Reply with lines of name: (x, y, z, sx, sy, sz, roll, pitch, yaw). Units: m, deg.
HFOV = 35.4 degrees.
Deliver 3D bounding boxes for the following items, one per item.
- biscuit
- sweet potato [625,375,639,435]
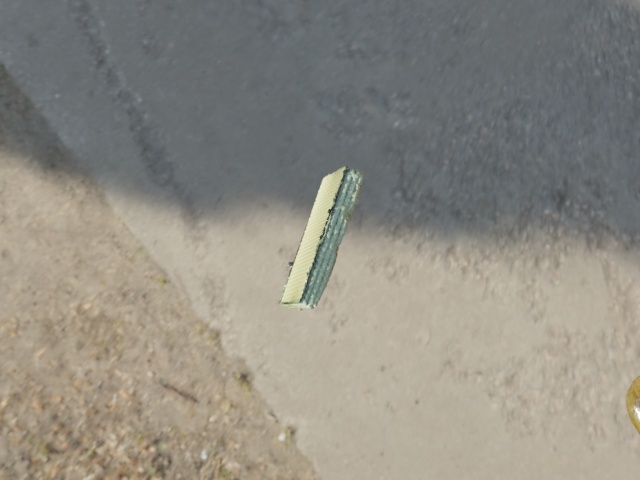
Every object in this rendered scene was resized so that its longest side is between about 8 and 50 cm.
biscuit: (0.000, 0.000, 1.377, 0.040, 0.121, 0.200, 23, 79, -15)
sweet potato: (0.513, 0.299, 1.459, 0.081, 0.233, 0.062, -16, 150, -14)
